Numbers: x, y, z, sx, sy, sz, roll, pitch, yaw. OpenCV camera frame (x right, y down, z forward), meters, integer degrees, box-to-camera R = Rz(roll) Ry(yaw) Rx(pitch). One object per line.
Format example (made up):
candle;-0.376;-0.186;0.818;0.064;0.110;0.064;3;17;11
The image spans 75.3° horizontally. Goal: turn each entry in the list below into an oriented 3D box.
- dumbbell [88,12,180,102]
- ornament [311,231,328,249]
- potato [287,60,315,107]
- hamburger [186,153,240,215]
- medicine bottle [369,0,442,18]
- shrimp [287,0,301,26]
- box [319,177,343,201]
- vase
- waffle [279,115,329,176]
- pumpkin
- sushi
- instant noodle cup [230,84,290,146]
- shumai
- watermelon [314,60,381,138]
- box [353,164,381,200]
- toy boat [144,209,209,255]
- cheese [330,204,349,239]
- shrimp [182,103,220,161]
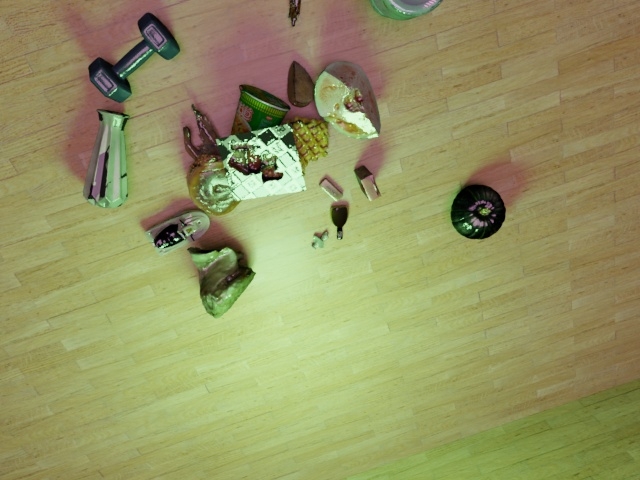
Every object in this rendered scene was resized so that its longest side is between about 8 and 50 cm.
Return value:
dumbbell;-0.666;-0.648;1.482;0.324;0.160;0.144;-36;144;7
ornament;-0.002;0.003;1.901;0.092;0.041;0.069;-17;91;11
potato;-0.082;-0.599;1.633;0.100;0.089;0.172;-2;81;-28
hamburger;-0.413;-0.233;1.672;0.243;0.146;0.286;-9;131;-15
medicine bottle;0.292;-0.897;1.437;0.244;0.290;0.245;-2;112;-5
shrimp;-0.141;-0.891;1.512;0.147;0.035;0.195;1;105;-11
box;0.047;-0.221;1.824;0.048;0.025;0.115;-45;111;9
vase;-0.815;-0.312;1.599;0.165;0.165;0.360;11;107;-12
waffle;-0.090;-0.366;1.674;0.281;0.058;0.301;10;125;-44
pumpkin;0.710;-0.128;1.861;0.249;0.216;0.250;0;87;1
sushi;-0.220;-0.301;1.583;0.292;0.059;0.294;-10;131;-1
instant noodle cup;-0.255;-0.451;1.607;0.207;0.207;0.233;22;116;-16
shumai;-0.464;0.151;1.809;0.288;0.330;0.292;38;65;-1
watermelon;0.102;-0.553;1.642;0.175;0.188;0.322;-14;125;34
box;0.198;-0.245;1.766;0.060;0.156;0.111;-25;116;1
toy boat;-0.605;-0.034;1.754;0.269;0.141;0.141;-21;114;16
cheese;0.088;-0.078;1.883;0.086;0.036;0.163;-6;113;-9
shrimp;-0.483;-0.408;1.656;0.145;0.059;0.254;-22;119;12
